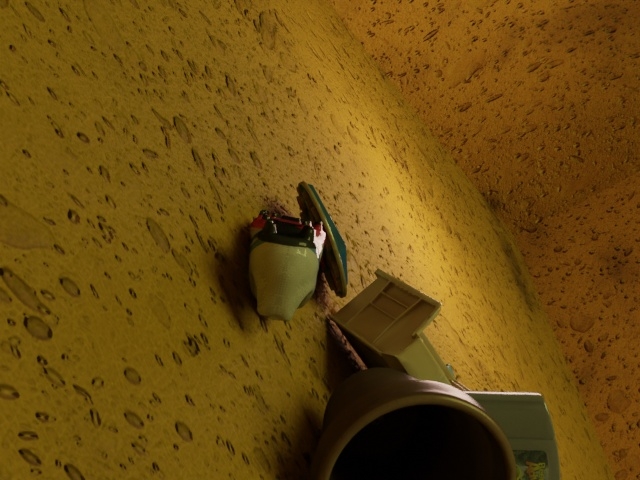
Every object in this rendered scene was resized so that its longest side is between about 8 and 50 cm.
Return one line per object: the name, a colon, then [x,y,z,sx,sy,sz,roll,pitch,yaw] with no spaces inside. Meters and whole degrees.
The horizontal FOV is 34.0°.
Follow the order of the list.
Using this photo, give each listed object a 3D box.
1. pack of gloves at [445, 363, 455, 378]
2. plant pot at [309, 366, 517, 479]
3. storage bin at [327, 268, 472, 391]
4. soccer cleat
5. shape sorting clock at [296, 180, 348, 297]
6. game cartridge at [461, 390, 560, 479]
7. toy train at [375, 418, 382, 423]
pack of gloves: [0.265,0.351,1.915,0.195,0.046,0.232,-77,157,-60]
plant pot: [0.100,0.281,1.387,0.263,0.263,0.229,56,0,-19]
storage bin: [0.166,0.207,1.677,0.262,0.123,0.260,56,-10,-21]
soccer cleat: [-0.059,0.036,1.525,0.331,0.116,0.143,-73,174,-85]
shape sorting clock: [0.000,0.000,1.741,0.206,0.040,0.206,156,-90,-80]
game cartridge: [0.248,0.367,1.520,0.060,0.196,0.294,-173,-96,-84]
toy train: [0.094,0.316,1.628,0.036,0.027,0.158,63,17,-8]
